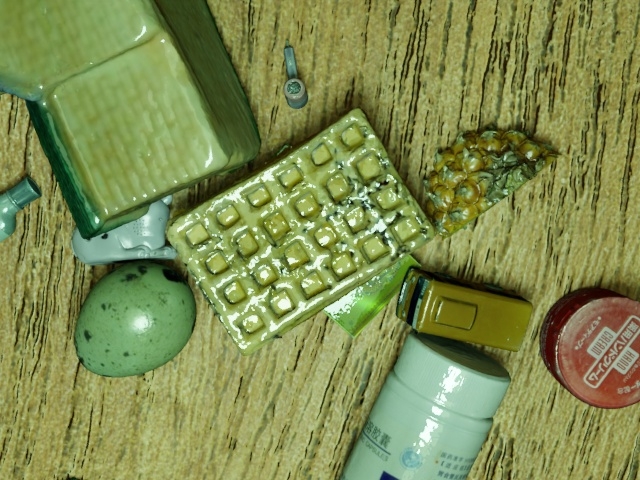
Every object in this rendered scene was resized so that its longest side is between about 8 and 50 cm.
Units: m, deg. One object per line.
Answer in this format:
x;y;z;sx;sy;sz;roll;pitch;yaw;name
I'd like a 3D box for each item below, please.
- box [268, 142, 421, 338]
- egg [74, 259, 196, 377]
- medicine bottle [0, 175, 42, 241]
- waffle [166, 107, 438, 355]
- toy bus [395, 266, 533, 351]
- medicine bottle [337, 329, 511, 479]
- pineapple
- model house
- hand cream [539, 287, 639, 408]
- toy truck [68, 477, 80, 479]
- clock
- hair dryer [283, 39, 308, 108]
0.000;0.000;1.528;0.311;0.043;0.173;43;93;-5;box
-0.307;0.135;1.475;0.228;0.177;0.177;-42;95;15;egg
-0.565;-0.033;1.515;0.208;0.054;0.090;-34;95;3;medicine bottle
-0.032;-0.020;1.452;0.376;0.114;0.261;-32;92;2;waffle
0.237;0.116;1.497;0.201;0.114;0.098;13;97;-15;toy bus
0.165;0.327;1.490;0.190;0.190;0.332;24;95;-3;medicine bottle
0.265;-0.120;1.465;0.250;0.164;0.140;-35;87;6;pineapple
-0.328;-0.222;1.375;0.343;0.334;0.382;-24;92;12;model house
0.469;0.176;1.510;0.193;0.125;0.193;0;97;0;hand cream
-0.440;0.486;1.565;0.079;0.065;0.147;25;97;1;toy truck
-0.330;-0.021;1.506;0.176;0.080;0.117;-5;82;4;clock
-0.047;-0.280;1.497;0.037;0.063;0.114;-10;81;2;hair dryer
